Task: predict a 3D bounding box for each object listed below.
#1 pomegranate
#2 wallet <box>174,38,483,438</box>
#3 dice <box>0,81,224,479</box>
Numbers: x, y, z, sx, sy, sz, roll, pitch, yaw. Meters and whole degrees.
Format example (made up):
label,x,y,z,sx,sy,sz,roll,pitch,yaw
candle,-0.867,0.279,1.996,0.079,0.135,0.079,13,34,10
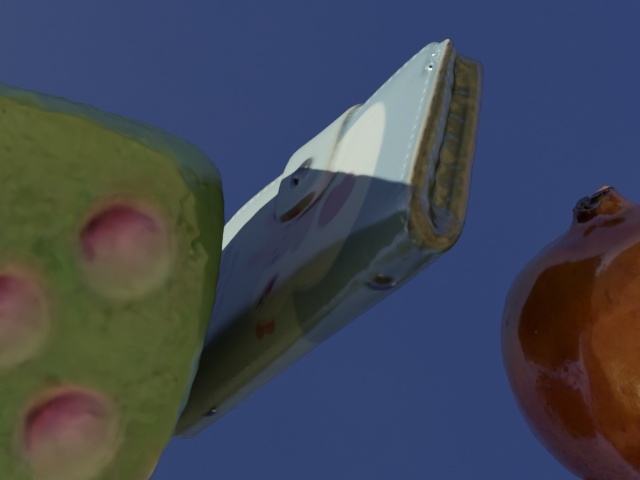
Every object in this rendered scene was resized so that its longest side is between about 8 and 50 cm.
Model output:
label,x,y,z,sx,sy,sz,roll,pitch,yaw
pomegranate,0.274,0.082,1.234,0.264,0.264,0.264,0,-90,-23
wallet,0.000,0.000,1.209,0.083,0.360,0.252,35,-136,-18
dice,-0.278,0.037,1.151,0.318,0.322,0.330,15,-87,-23
